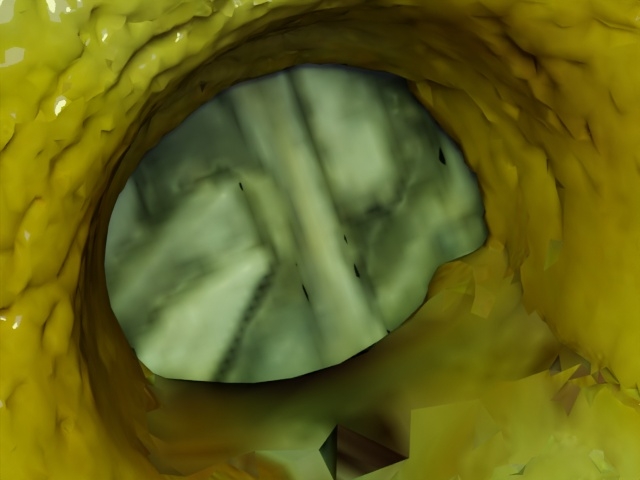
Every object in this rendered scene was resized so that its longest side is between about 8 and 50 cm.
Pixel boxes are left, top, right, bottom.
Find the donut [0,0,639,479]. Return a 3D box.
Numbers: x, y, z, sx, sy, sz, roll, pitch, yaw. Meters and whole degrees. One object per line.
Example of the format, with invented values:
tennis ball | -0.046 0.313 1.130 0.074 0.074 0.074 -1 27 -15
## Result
donut | 0.000 0.000 0.371 0.303 0.110 0.303 -1 97 -12
